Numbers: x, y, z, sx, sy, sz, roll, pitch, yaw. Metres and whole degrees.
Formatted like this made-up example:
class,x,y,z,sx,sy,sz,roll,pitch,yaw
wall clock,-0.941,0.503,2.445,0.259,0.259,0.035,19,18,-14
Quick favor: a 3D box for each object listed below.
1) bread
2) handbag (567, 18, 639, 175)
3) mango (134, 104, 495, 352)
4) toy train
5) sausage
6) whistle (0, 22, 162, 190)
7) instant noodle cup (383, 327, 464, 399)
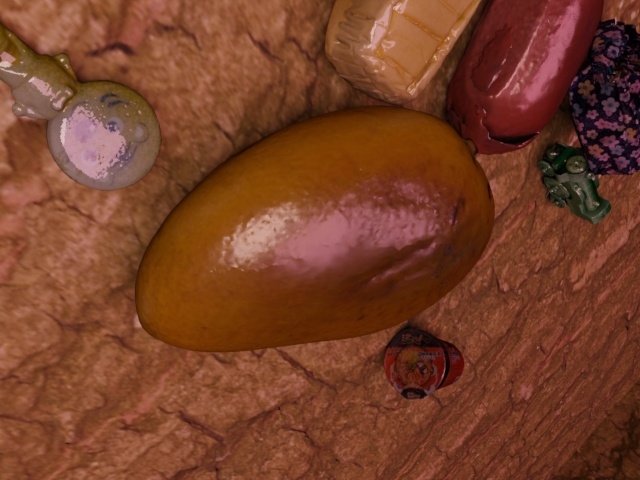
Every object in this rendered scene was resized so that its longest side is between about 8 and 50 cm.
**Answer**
class,x,y,z,sx,sy,sz,roll,pitch,yaw
bread,0.101,-0.278,0.602,0.140,0.106,0.236,25,100,-43
handbag,0.498,-0.238,0.886,0.229,0.126,0.208,53,57,-32
mango,0.000,0.000,0.640,0.445,0.220,0.301,-21,135,-14
toy train,0.473,-0.108,1.000,0.071,0.104,0.178,-45,133,1
sausage,0.271,-0.248,0.723,0.152,0.152,0.280,6,114,-40
whistle,-0.235,-0.125,0.487,0.198,0.057,0.104,42,78,-38
instant noodle cup,0.207,0.233,1.014,0.135,0.127,0.127,17,106,-51
